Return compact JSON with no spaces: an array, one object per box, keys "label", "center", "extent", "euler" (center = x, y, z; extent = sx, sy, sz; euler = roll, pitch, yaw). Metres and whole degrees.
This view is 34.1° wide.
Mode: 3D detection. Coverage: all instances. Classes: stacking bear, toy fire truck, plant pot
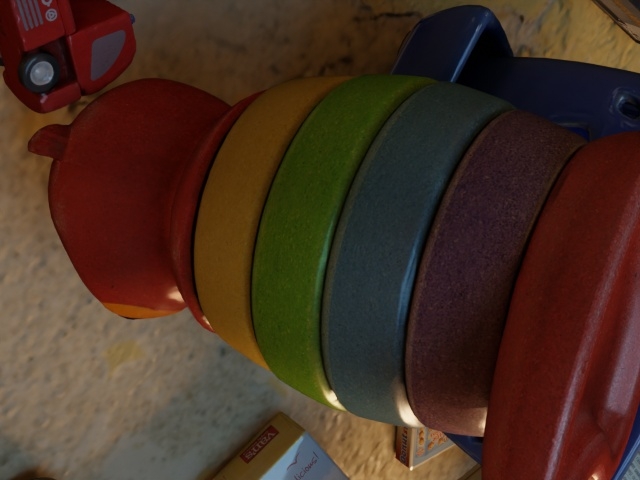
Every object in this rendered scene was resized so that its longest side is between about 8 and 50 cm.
[{"label":"stacking bear","center":[0.000,0.000,0.481],"extent":[0.175,0.289,0.164],"euler":[-2,106,-64]},{"label":"toy fire truck","center":[-0.106,-0.167,0.484],"extent":[0.135,0.047,0.192],"euler":[-30,133,-27]},{"label":"plant pot","center":[0.122,-0.003,0.632],"extent":[0.236,0.212,0.236],"euler":[-63,170,10]}]

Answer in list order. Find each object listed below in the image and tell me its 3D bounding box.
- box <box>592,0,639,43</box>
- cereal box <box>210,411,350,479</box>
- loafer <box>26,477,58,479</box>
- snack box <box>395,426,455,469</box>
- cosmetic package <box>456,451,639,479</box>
[{"label":"box","center":[0.240,-0.254,0.729],"extent":[0.231,0.056,0.183],"euler":[23,99,-47]},{"label":"cereal box","center":[-0.018,0.267,0.791],"extent":[0.173,0.047,0.240],"euler":[-44,120,-13]},{"label":"loafer","center":[-0.202,0.209,0.629],"extent":[0.148,0.050,0.056],"euler":[-48,137,-7]},{"label":"snack box","center":[0.140,0.134,0.906],"extent":[0.178,0.022,0.064],"euler":[-22,129,-31]},{"label":"cosmetic package","center":[0.191,0.223,0.768],"extent":[0.309,0.113,0.160],"euler":[-34,98,-14]}]
